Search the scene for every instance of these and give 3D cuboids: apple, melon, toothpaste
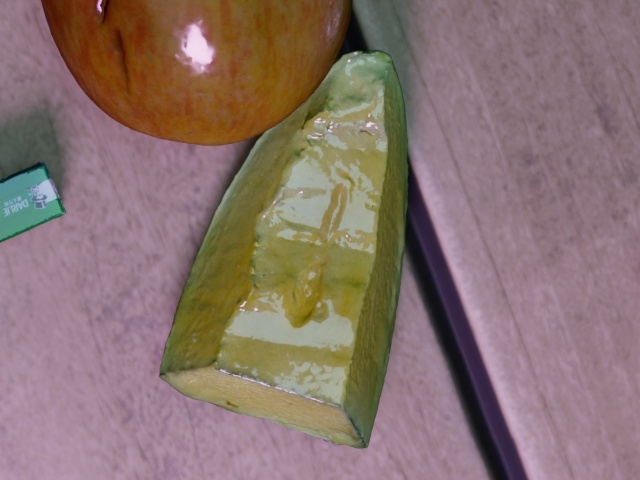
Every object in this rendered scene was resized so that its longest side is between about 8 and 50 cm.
[{"bbox_3d":[-0.097,-0.202,1.285,0.264,0.264,0.264,0,91,-12],"label":"apple"},{"bbox_3d":[0.000,0.000,1.378,0.196,0.124,0.323,19,81,-13],"label":"melon"},{"bbox_3d":[-0.344,0.008,1.333,0.266,0.065,0.050,-24,96,-11],"label":"toothpaste"}]
